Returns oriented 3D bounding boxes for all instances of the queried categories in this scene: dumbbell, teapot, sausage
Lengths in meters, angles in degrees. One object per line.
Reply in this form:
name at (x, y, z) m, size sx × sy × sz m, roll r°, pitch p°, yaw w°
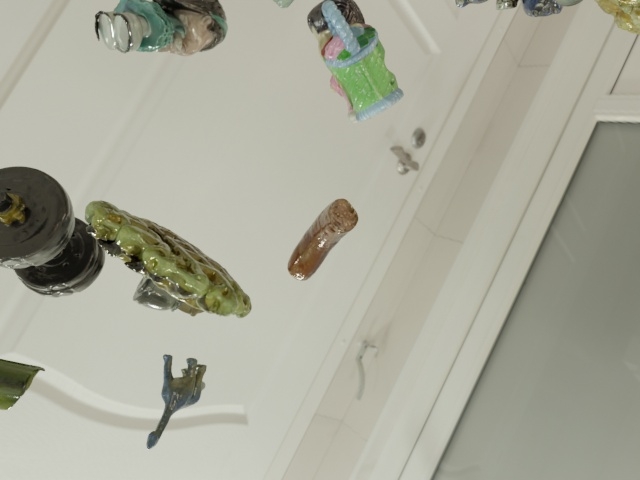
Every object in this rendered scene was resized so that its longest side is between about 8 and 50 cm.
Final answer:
dumbbell at (-0.557, -0.003, 0.918) m, size 0.185 × 0.185 × 0.388 m, roll 28°, pitch 158°, yaw 1°
teapot at (-0.381, 0.124, 1.100) m, size 0.108 × 0.111 × 0.149 m, roll 39°, pitch 140°, yaw -23°
sausage at (0.002, -0.003, 1.069) m, size 0.076 × 0.102 × 0.302 m, roll 32°, pitch 144°, yaw -5°

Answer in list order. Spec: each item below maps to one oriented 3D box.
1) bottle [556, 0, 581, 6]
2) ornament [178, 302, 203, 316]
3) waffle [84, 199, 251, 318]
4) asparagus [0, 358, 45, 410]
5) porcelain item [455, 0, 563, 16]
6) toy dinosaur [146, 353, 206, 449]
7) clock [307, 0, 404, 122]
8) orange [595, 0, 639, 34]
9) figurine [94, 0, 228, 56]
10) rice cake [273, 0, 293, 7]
bottle at (0.427, -0.508, 0.768) m, size 0.080 × 0.095 × 0.254 m, roll 6°, pitch 167°, yaw 27°
ornament at (-0.356, 0.154, 1.354) m, size 0.230 × 0.061 × 0.245 m, roll 9°, pitch -163°, yaw -46°
waffle at (-0.172, 0.025, 0.539) m, size 0.214 × 0.054 × 0.208 m, roll 34°, pitch 176°, yaw -3°
asparagus at (-0.458, 0.139, 0.513) m, size 0.278 × 0.067 × 0.060 m, roll 17°, pitch 164°, yaw -5°
porcelain item at (0.493, -0.675, 1.196) m, size 0.288 × 0.186 × 0.138 m, roll 3°, pitch -152°, yaw 18°
toy dinosaur at (-0.291, 0.346, 0.956) m, size 0.075 × 0.188 × 0.247 m, roll 2°, pitch 149°, yaw 3°
clock at (0.050, -0.297, 0.744) m, size 0.195 × 0.100 × 0.194 m, roll 60°, pitch -173°, yaw -13°
orange at (0.321, -0.261, 0.404) m, size 0.157 × 0.156 × 0.134 m, roll 27°, pitch -163°, yaw 7°
figurine at (-0.272, -0.379, 0.807) m, size 0.138 × 0.110 × 0.245 m, roll 17°, pitch -148°, yaw 24°
rice cake at (-0.100, -0.391, 0.551) m, size 0.222 × 0.042 × 0.080 m, roll 39°, pitch 131°, yaw -21°
